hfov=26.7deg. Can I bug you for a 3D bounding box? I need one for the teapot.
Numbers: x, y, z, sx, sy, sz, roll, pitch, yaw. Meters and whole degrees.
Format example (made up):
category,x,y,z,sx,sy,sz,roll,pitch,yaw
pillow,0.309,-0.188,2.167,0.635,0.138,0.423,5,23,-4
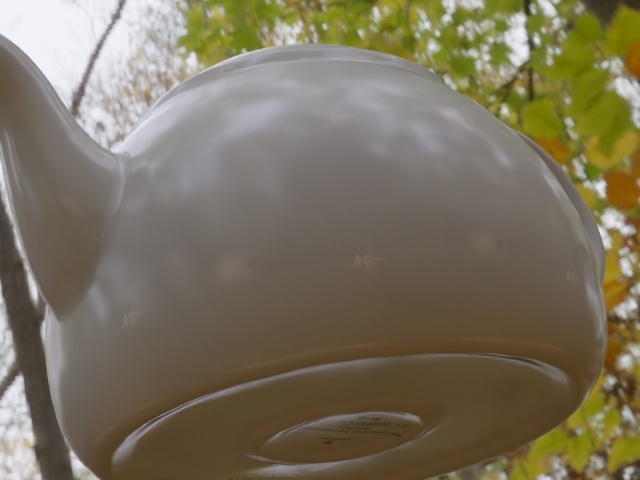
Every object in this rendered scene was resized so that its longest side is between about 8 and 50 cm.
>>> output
category,x,y,z,sx,sy,sz,roll,pitch,yaw
teapot,0.000,0.000,0.598,0.252,0.187,0.256,-13,-25,8
